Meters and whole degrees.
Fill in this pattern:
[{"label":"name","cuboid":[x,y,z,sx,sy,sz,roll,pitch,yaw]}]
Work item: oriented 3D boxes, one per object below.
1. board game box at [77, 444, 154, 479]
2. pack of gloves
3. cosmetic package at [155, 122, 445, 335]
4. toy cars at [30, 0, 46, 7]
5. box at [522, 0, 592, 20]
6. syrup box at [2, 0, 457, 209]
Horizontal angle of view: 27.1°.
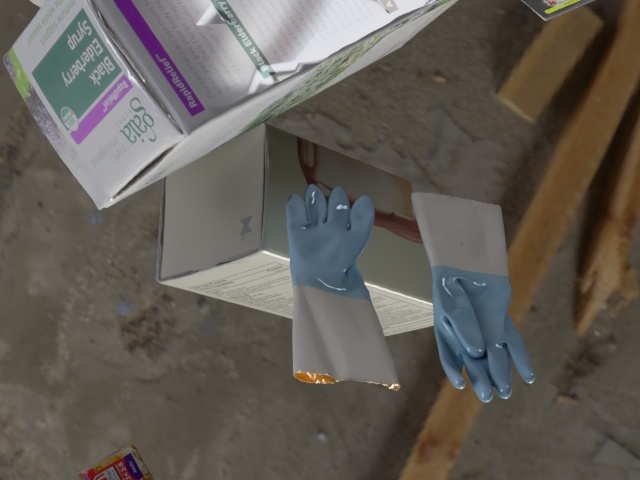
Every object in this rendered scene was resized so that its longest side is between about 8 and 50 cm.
[{"label":"board game box","cuboid":[-0.125,0.258,1.058,0.045,0.147,0.193,-29,87,-16]},{"label":"pack of gloves","cuboid":[0.064,0.046,1.072,0.195,0.232,0.046,10,131,-12]},{"label":"cosmetic package","cuboid":[0.000,0.000,1.308,0.296,0.153,0.129,19,65,-44]},{"label":"toy cars","cuboid":[-0.287,-0.237,1.202,0.394,0.087,0.176,-15,118,1]},{"label":"box","cuboid":[0.245,-0.320,1.203,0.216,0.270,0.060,31,59,-32]},{"label":"syrup box","cuboid":[-0.032,-0.116,0.679,0.237,0.093,0.096,-32,89,-39]}]
